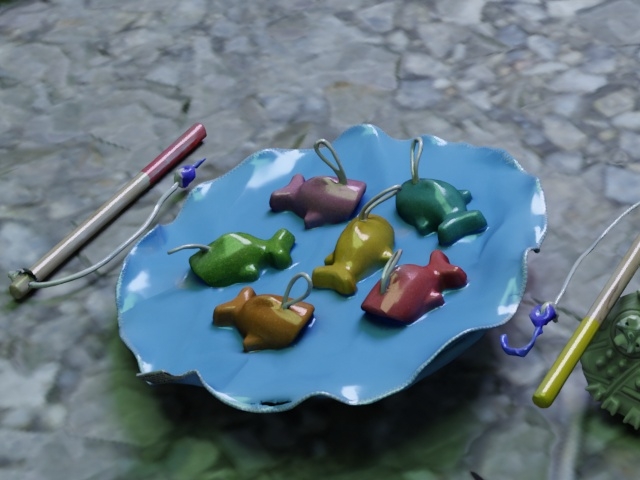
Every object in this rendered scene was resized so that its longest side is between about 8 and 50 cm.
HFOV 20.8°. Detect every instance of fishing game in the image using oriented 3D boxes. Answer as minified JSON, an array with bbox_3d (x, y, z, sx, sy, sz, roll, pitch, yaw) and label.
[{"bbox_3d":[0.000,0.000,0.707,0.264,0.041,0.189,12,43,36],"label":"fishing game"}]

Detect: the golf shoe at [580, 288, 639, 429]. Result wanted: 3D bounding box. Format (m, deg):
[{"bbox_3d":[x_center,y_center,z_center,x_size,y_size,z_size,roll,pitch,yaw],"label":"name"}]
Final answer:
[{"bbox_3d":[0.190,0.040,0.671,0.176,0.069,0.086,-3,7,14],"label":"golf shoe"}]
